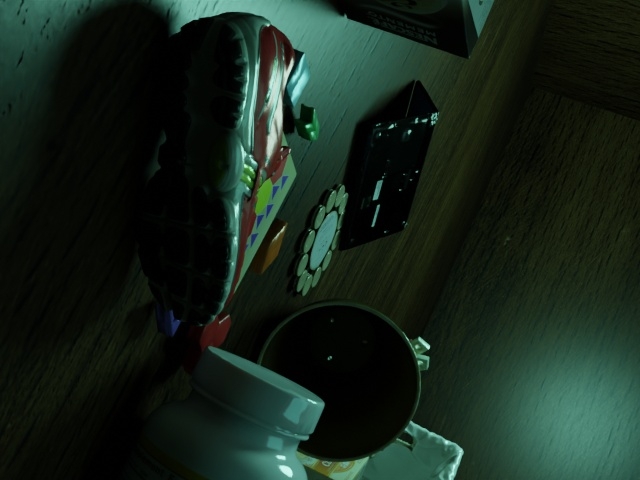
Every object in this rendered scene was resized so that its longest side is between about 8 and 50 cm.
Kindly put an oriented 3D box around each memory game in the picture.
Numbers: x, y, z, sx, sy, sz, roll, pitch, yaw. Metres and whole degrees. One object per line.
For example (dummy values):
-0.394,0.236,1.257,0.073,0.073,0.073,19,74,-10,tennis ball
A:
0.000,0.000,1.226,0.186,0.012,0.186,-58,162,-31,memory game

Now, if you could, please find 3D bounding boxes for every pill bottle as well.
-0.129,0.290,0.821,0.334,0.188,0.188,-64,165,-6,pill bottle

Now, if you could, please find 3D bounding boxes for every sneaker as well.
-0.075,-0.052,0.676,0.118,0.107,0.279,-22,133,-54,sneaker

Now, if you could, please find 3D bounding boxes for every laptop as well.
0.107,-0.138,1.380,0.264,0.136,0.234,-18,132,-41,laptop

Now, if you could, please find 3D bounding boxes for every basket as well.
0.114,0.608,1.866,0.331,0.328,0.266,-52,160,-47,basket

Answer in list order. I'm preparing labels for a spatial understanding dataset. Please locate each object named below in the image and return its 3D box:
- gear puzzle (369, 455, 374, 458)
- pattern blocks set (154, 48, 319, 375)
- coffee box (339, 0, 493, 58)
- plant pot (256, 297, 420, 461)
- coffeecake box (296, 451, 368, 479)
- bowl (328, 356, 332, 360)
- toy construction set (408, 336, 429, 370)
0.080,0.435,1.798,0.339,0.175,0.044,-53,141,-44,gear puzzle
-0.085,-0.033,0.855,0.325,0.026,0.285,-61,164,-25,pattern blocks set
0.093,-0.313,0.813,0.118,0.168,0.297,-68,164,-2,coffee box
0.032,0.190,1.249,0.254,0.237,0.237,-61,171,-83,plant pot
-0.032,0.362,1.283,0.068,0.185,0.142,-71,165,9,coffeecake box
0.012,0.280,1.526,0.170,0.080,0.170,-58,161,-33,bowl
0.101,0.326,1.722,0.328,0.151,0.215,-41,165,-42,toy construction set
